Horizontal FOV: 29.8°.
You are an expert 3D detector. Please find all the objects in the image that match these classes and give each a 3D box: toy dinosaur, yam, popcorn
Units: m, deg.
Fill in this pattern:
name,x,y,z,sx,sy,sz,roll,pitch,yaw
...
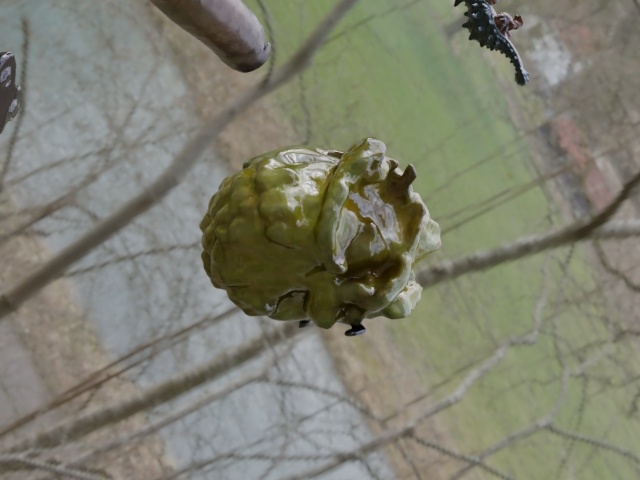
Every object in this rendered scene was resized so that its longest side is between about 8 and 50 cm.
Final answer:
name,x,y,z,sx,sy,sz,roll,pitch,yaw
toy dinosaur,0.194,-0.243,1.366,0.154,0.055,0.049,58,-28,6
yam,-0.098,-0.174,0.790,0.046,0.046,0.264,66,13,22
popcorn,0.002,-0.001,1.072,0.218,0.189,0.170,3,87,-46

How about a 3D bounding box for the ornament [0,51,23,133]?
name,x,y,z,sx,sy,sz,roll,pitch,yaw
ornament,-0.487,-0.147,1.311,0.106,0.260,0.251,91,23,-57
